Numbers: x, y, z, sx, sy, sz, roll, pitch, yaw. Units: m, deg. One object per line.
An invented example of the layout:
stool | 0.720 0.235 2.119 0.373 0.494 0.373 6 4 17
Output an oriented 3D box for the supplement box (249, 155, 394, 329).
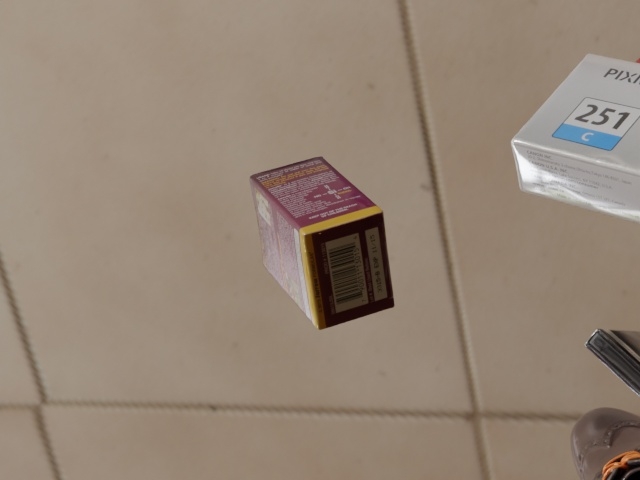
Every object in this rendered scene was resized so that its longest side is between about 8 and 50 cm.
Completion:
supplement box | 0.000 0.000 0.742 0.043 0.083 0.055 -17 118 -16

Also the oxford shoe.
oxford shoe | 0.243 0.178 1.087 0.097 0.271 0.098 -41 114 1

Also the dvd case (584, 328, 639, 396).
dvd case | 0.266 0.118 0.963 0.164 0.221 0.018 45 106 23

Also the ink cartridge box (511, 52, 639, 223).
ink cartridge box | 0.355 -0.105 1.268 0.296 0.261 0.066 18 140 36
